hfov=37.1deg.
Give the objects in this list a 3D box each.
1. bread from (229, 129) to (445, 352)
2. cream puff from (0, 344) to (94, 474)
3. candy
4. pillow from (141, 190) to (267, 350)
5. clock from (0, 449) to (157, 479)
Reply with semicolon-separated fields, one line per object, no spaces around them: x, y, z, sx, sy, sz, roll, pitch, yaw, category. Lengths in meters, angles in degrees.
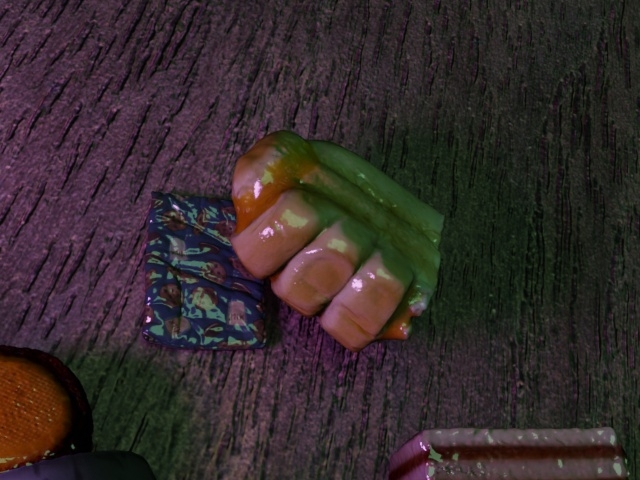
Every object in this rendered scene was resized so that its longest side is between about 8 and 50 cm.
0.000;0.000;1.412;0.341;0.210;0.300;33;32;-15;bread
-0.403;0.247;1.182;0.239;0.164;0.239;13;42;-12;cream puff
0.265;0.347;1.346;0.321;0.179;0.135;3;61;-17;candy
-0.173;0.046;1.450;0.189;0.034;0.255;7;63;-17;pillow
-0.330;0.342;1.077;0.325;0.325;0.067;-15;61;-24;clock
